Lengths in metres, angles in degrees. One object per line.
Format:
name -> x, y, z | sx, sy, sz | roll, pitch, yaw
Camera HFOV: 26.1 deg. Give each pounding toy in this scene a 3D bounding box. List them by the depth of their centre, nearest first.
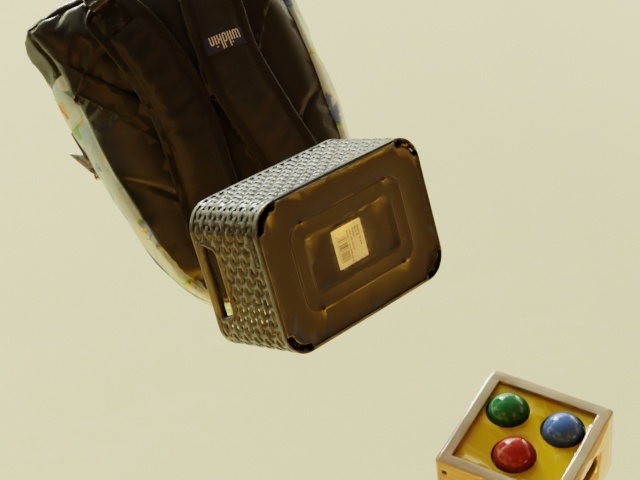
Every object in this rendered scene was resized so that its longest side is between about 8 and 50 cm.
pounding toy -> 0.215, 0.234, 1.281 | 0.206, 0.094, 0.181 | 17, -132, 27

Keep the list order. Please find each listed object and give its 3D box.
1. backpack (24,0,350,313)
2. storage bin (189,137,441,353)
backpack -> -0.099, -0.096, 1.440 | 0.290, 0.273, 0.355 | -29, -106, -11
storage bin -> 0.000, 0.000, 1.093 | 0.180, 0.084, 0.122 | -29, -69, -38
